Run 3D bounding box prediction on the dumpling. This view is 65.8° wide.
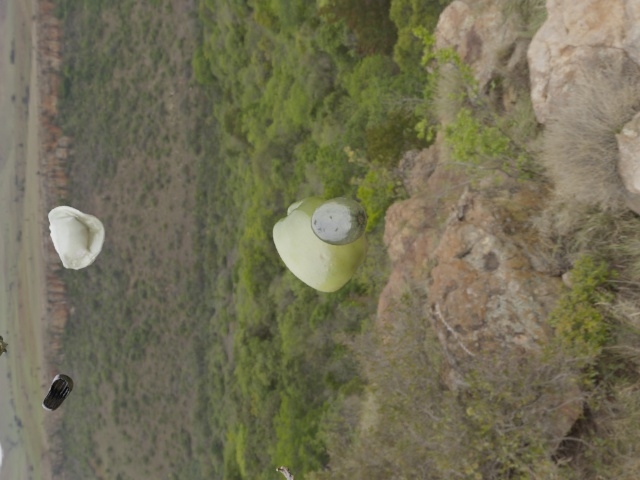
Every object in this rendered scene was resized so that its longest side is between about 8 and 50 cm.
[{"bbox_3d":[-0.671,-0.020,1.374,0.169,0.134,0.100,60,158,26],"label":"dumpling"}]

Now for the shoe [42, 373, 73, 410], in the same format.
[{"bbox_3d":[-0.786,0.446,1.495,0.053,0.062,0.159,-59,16,16],"label":"shoe"}]

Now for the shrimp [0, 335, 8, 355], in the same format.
[{"bbox_3d":[-1.016,0.311,1.392,0.360,0.247,0.085,133,133,-78],"label":"shrimp"}]

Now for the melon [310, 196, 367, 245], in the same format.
[{"bbox_3d":[0.035,-0.039,1.002,0.131,0.098,0.098,2,96,45],"label":"melon"}]

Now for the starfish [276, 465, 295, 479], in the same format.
[{"bbox_3d":[-0.080,0.607,1.258,0.078,0.028,0.091,6,118,58],"label":"starfish"}]

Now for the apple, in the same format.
[{"bbox_3d":[0.000,0.000,1.918,0.360,0.311,0.320,44,180,-3],"label":"apple"}]
